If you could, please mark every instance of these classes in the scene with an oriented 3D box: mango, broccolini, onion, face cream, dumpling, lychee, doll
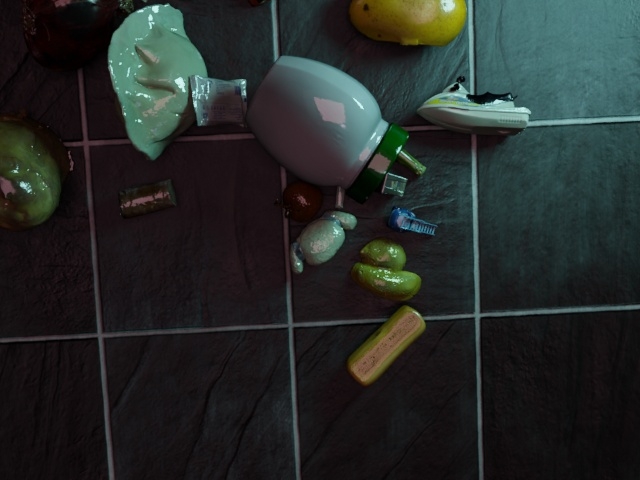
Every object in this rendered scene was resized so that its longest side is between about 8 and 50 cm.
[{"bbox_3d":[0.212,-0.575,1.849,0.290,0.160,0.191,3,103,7],"label":"mango"},{"bbox_3d":[0.122,-0.301,1.907,0.392,0.074,0.079,37,100,-4],"label":"broccolini"},{"bbox_3d":[-0.600,-0.534,1.792,0.221,0.281,0.281,29,96,38],"label":"onion"},{"bbox_3d":[0.010,-0.265,1.805,0.357,0.312,0.219,34,52,-3],"label":"face cream"},{"bbox_3d":[-0.412,-0.373,1.826,0.269,0.211,0.321,-18,81,-36],"label":"dumpling"},{"bbox_3d":[-0.058,-0.102,1.904,0.140,0.101,0.114,-4,139,-16],"label":"lychee"},{"bbox_3d":[0.000,0.000,1.937,0.214,0.071,0.103,-43,97,-1],"label":"doll"}]

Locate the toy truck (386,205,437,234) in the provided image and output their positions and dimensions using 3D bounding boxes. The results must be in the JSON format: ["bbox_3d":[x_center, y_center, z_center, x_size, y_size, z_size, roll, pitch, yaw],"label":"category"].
[{"bbox_3d":[0.236,-0.044,1.952,0.136,0.074,0.063,10,100,-44],"label":"toy truck"}]

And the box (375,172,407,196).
[{"bbox_3d":[0.179,-0.144,1.926,0.063,0.084,0.060,11,94,-12],"label":"box"}]

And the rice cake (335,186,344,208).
[{"bbox_3d":[0.053,-0.143,1.950,0.022,0.021,0.121,5,94,2],"label":"rice cake"}]

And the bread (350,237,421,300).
[{"bbox_3d":[0.182,0.078,1.960,0.187,0.065,0.150,25,90,-3],"label":"bread"}]

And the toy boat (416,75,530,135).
[{"bbox_3d":[0.384,-0.333,1.889,0.269,0.141,0.141,17,95,-2],"label":"toy boat"}]

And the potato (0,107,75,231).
[{"bbox_3d":[-0.759,-0.162,1.807,0.288,0.237,0.301,30,94,-5],"label":"potato"}]

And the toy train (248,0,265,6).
[{"bbox_3d":[-0.009,-0.708,1.856,0.409,0.089,0.086,-28,102,0],"label":"toy train"}]

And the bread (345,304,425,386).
[{"bbox_3d":[0.173,0.274,1.973,0.239,0.074,0.092,-44,80,1],"label":"bread"}]

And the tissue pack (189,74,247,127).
[{"bbox_3d":[-0.243,-0.340,1.848,0.026,0.193,0.123,1,97,35],"label":"tissue pack"}]

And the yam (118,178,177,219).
[{"bbox_3d":[-0.440,-0.105,1.907,0.141,0.079,0.079,-13,96,-2],"label":"yam"}]

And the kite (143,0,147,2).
[{"bbox_3d":[-0.375,-0.703,1.879,0.229,0.012,0.250,30,95,-4],"label":"kite"}]
